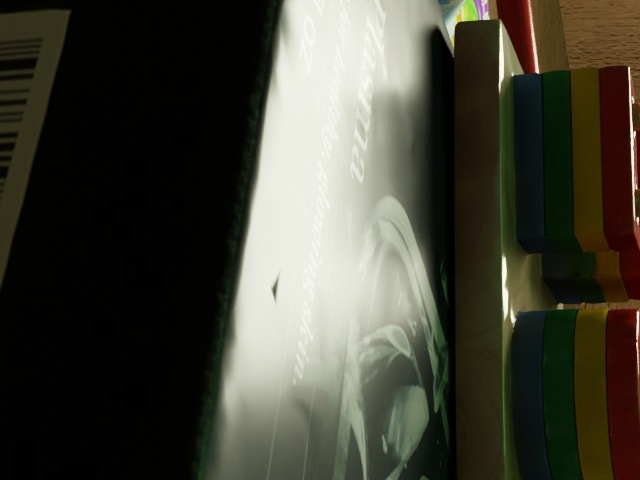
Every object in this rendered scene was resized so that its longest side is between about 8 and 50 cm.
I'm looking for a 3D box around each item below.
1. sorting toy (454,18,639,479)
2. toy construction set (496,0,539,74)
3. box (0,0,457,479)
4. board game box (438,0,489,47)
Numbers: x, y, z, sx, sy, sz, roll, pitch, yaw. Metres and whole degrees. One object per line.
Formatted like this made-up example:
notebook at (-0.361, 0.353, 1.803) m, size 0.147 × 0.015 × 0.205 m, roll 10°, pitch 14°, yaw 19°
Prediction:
sorting toy at (0.143, 0.038, 0.750) m, size 0.257 × 0.089 × 0.255 m, roll 39°, pitch 50°, yaw -69°
toy construction set at (-0.007, -0.179, 0.954) m, size 0.257 × 0.309 × 0.237 m, roll 57°, pitch 29°, yaw -71°
box at (-0.089, 0.095, 0.641) m, size 0.472 × 0.297 × 0.480 m, roll 62°, pitch 31°, yaw -57°
board game box at (0.062, -0.135, 1.199) m, size 0.275 × 0.144 × 0.142 m, roll -53°, pitch 139°, yaw -61°
